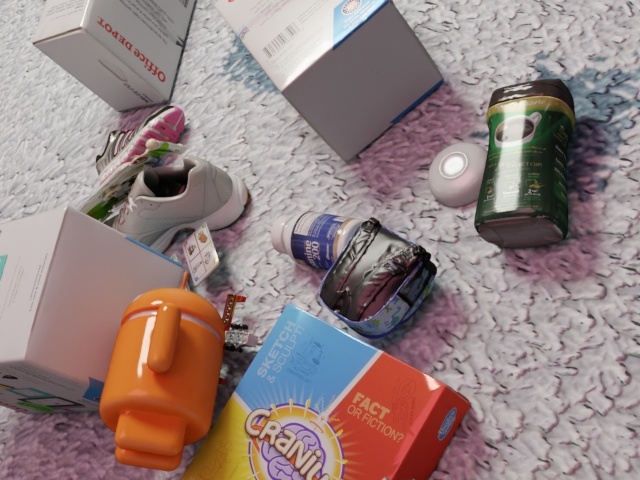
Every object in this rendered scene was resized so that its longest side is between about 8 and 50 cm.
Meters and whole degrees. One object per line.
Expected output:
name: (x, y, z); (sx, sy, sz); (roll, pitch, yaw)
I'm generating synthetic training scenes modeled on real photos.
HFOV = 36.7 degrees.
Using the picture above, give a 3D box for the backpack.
backpack: (0.065, 0.051, 1.080); (0.105, 0.084, 0.114); (33, 81, 41)

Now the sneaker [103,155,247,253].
sneaker: (-0.237, -0.047, 1.318); (0.262, 0.121, 0.099); (-25, 51, 20)

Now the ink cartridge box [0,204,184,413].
ink cartridge box: (-0.352, 0.100, 1.235); (0.270, 0.198, 0.197); (-11, 60, 39)

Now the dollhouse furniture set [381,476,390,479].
dollhouse furniture set: (-0.018, 0.400, 0.763); (0.355, 0.174, 0.303); (-49, 43, 4)

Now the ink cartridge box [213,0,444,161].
ink cartridge box: (0.008, -0.259, 1.245); (0.171, 0.168, 0.233); (-40, 49, 7)

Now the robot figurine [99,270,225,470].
robot figurine: (-0.178, 0.148, 1.098); (0.128, 0.158, 0.219); (-14, 50, 27)

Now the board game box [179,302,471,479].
board game box: (-0.021, 0.252, 1.033); (0.242, 0.064, 0.316); (23, 78, 41)

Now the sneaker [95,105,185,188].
sneaker: (-0.277, -0.148, 1.443); (0.170, 0.063, 0.075); (-44, 54, 11)

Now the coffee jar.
coffee jar: (0.226, -0.087, 1.056); (0.096, 0.079, 0.184); (-6, 62, 34)

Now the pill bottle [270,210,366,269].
pill bottle: (0.000, 0.000, 1.166); (0.120, 0.067, 0.067); (10, 70, 38)

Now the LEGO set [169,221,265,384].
LEGO set: (-0.159, 0.122, 1.232); (0.182, 0.060, 0.244); (-44, 46, 21)

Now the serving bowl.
serving bowl: (0.161, -0.082, 1.132); (0.083, 0.027, 0.083); (-16, 57, 26)

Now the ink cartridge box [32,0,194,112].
ink cartridge box: (-0.309, -0.368, 1.506); (0.114, 0.197, 0.273); (-9, 59, 32)

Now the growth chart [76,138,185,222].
growth chart: (-0.286, -0.064, 1.350); (0.237, 0.172, 0.021); (-41, 87, 13)
